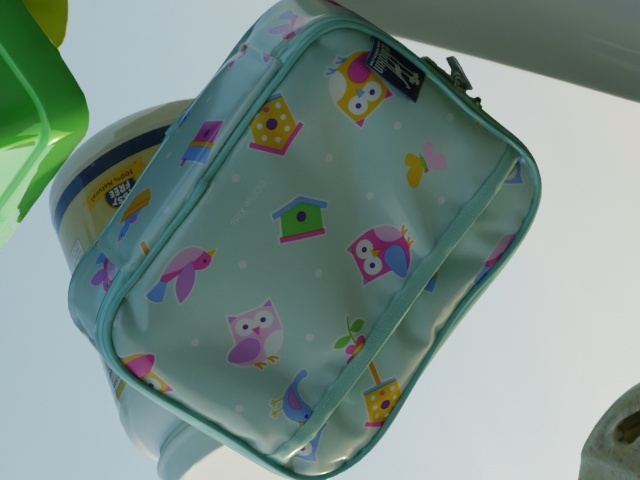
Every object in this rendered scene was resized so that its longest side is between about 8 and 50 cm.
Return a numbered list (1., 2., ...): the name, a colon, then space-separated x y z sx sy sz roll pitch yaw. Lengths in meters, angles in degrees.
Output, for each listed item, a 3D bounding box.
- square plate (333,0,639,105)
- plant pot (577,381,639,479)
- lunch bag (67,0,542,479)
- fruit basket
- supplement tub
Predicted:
1. square plate: 0.188 -0.279 1.294 0.347 0.344 0.049 13 -151 -19
2. plant pot: 0.339 0.198 1.188 0.305 0.334 0.333 6 -125 -41
3. lunch bag: 0.000 0.000 1.131 0.224 0.279 0.108 37 -179 -24
4. fruit basket: -0.299 -0.132 1.413 0.283 0.392 0.392 54 -164 6
5. supplement tub: -0.089 0.058 1.577 0.228 0.228 0.316 32 -149 -60
